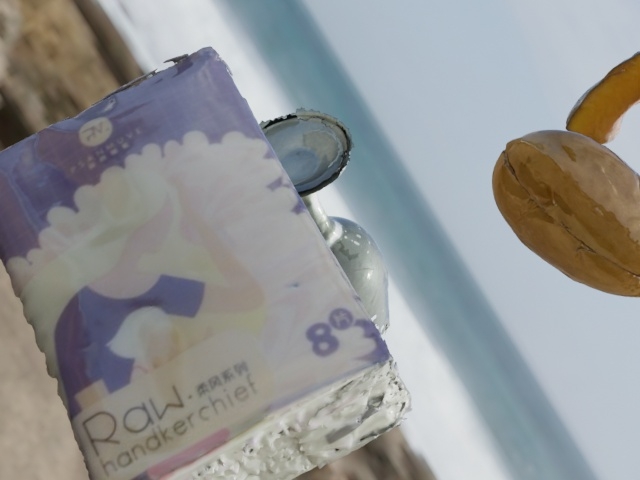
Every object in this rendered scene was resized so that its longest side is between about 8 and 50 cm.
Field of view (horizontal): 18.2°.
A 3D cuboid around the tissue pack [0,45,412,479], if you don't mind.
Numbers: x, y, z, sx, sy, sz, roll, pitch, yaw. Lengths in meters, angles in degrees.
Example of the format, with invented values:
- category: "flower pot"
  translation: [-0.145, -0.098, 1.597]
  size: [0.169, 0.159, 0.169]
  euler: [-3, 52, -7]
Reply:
- category: "tissue pack"
  translation: [-0.108, 0.041, 1.544]
  size: [0.343, 0.242, 0.125]
  euler: [61, -4, 32]

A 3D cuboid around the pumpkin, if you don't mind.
- category: "pumpkin"
  translation: [0.424, -0.191, 2.060]
  size: [0.290, 0.258, 0.095]
  euler: [-16, 86, -47]

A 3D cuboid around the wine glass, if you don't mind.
- category: "wine glass"
  translation: [0.000, 0.000, 2.331]
  size: [0.143, 0.143, 0.321]
  euler: [-118, -174, -45]

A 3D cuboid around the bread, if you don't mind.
- category: "bread"
  translation: [0.227, -0.018, 1.676]
  size: [0.189, 0.114, 0.077]
  euler: [37, 25, -1]
